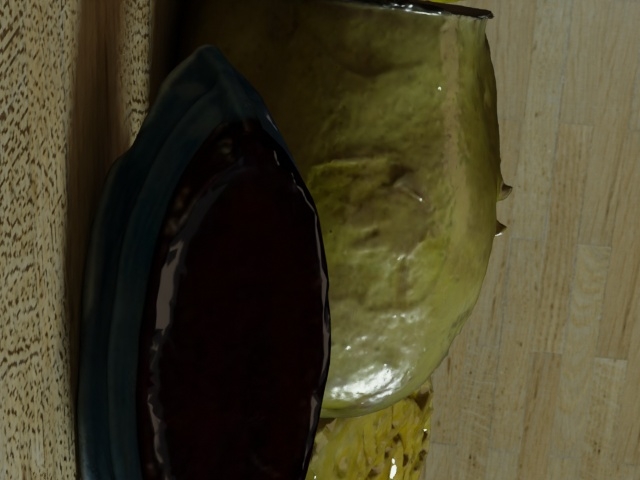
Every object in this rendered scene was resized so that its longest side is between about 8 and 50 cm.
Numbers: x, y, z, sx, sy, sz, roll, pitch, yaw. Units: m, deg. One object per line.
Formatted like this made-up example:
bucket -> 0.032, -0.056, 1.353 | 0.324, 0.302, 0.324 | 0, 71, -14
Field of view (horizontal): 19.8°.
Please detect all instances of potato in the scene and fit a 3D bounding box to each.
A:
potato -> 0.006, -0.026, 1.117 | 0.229, 0.229, 0.266 | -32, 130, -84

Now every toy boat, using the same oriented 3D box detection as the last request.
toy boat -> -0.066, 0.052, 0.961 | 0.142, 0.129, 0.309 | -146, -123, -63

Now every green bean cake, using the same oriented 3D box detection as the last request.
green bean cake -> -0.007, 0.159, 1.336 | 0.224, 0.131, 0.230 | -49, 149, -47

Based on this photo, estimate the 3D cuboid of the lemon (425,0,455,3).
lemon -> 0.072, -0.313, 1.284 | 0.322, 0.268, 0.268 | 91, 7, -46
